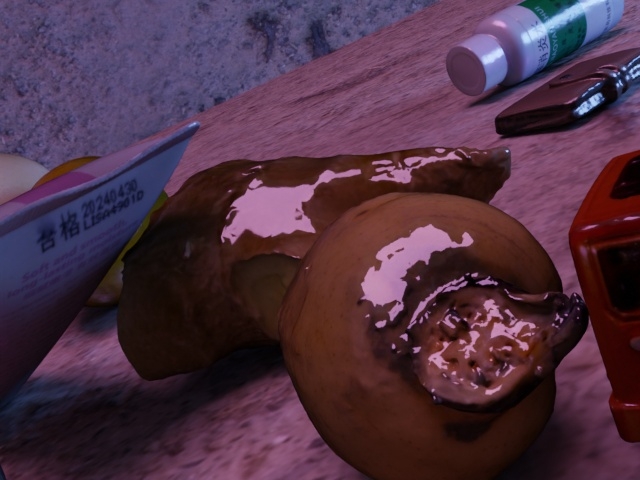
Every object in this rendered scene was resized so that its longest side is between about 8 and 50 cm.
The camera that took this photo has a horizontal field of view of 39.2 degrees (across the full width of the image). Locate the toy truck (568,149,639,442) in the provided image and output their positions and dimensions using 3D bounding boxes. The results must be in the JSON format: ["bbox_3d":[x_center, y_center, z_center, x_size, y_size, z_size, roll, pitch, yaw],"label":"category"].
[{"bbox_3d":[0.219,0.001,0.291,0.253,0.114,0.107,-14,16,35],"label":"toy truck"}]

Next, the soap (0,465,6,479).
[{"bbox_3d":[-0.362,0.195,0.389,0.446,0.156,0.261,-30,21,-20],"label":"soap"}]

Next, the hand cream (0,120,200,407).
[{"bbox_3d":[-0.222,0.033,0.623,0.185,0.118,0.359,-33,-3,-41],"label":"hand cream"}]

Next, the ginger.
[{"bbox_3d":[0.000,0.000,0.615,0.270,0.123,0.219,-11,24,11],"label":"ginger"}]

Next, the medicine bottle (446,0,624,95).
[{"bbox_3d":[0.275,-0.266,1.154,0.260,0.095,0.095,-30,17,-25],"label":"medicine bottle"}]

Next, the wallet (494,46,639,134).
[{"bbox_3d":[0.258,-0.153,0.904,0.153,0.038,0.118,-31,15,-31],"label":"wallet"}]

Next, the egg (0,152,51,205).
[{"bbox_3d":[-0.366,0.006,0.994,0.189,0.188,0.253,-20,27,13],"label":"egg"}]

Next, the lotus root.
[{"bbox_3d":[0.044,0.041,0.393,0.118,0.125,0.221,-13,6,-10],"label":"lotus root"}]

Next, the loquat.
[{"bbox_3d":[-0.223,-0.007,0.897,0.152,0.152,0.195,-17,30,23],"label":"loquat"}]
